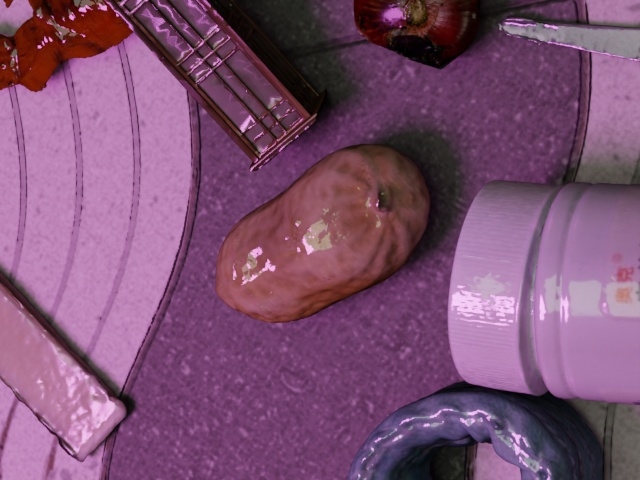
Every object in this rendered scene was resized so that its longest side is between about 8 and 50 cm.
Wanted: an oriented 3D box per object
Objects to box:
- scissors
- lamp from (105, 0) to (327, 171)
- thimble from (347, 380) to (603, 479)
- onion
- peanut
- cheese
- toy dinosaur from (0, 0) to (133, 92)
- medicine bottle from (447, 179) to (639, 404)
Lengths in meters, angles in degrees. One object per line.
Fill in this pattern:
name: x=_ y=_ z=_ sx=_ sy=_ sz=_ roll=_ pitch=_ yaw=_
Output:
scissors: x=0.326 y=-0.166 z=1.707 sx=0.360 sy=0.029 sz=0.191 roll=11 pitch=98 yaw=21
lamp: x=-0.133 y=-0.217 z=1.800 sx=0.089 sy=0.090 sz=0.325 roll=-39 pitch=102 yaw=18
thimble: x=0.133 y=0.232 z=1.749 sx=0.235 sy=0.143 sz=0.198 roll=-32 pitch=80 yaw=22
onion: x=0.090 y=-0.218 z=1.763 sx=0.117 sy=0.118 sz=0.119 roll=13 pitch=99 yaw=-12
peanut: x=0.000 y=0.000 z=1.798 sx=0.224 sy=0.129 sz=0.129 roll=-36 pitch=80 yaw=22
cheese: x=-0.352 y=0.062 z=1.996 sx=0.400 sy=0.034 sz=0.085 roll=44 pitch=103 yaw=14
toy dinosaur: x=-0.187 y=-0.276 z=1.876 sx=0.432 sy=0.097 sz=0.208 roll=-18 pitch=98 yaw=25
medicine bottle: x=0.288 y=0.047 z=1.648 sx=0.332 sy=0.190 sz=0.190 roll=3 pitch=94 yaw=21
